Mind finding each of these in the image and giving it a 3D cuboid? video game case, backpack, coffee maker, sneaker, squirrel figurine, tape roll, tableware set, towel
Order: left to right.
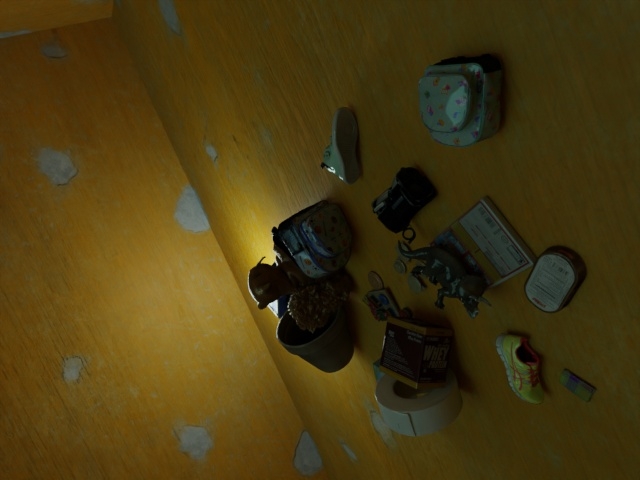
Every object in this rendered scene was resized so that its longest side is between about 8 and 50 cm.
[{"bbox_3d":[-0.092,0.179,1.936,0.396,0.371,0.281,54,152,16],"label":"squirrel figurine"},{"bbox_3d":[0.000,0.000,1.772,0.213,0.277,0.263,-14,105,49],"label":"backpack"},{"bbox_3d":[0.048,-0.321,1.544,0.151,0.094,0.255,36,142,47],"label":"sneaker"},{"bbox_3d":[0.258,-0.106,1.372,0.171,0.120,0.178,37,152,0],"label":"coffee maker"},{"bbox_3d":[0.298,0.092,1.561,0.168,0.020,0.141,49,148,27],"label":"tableware set"},{"bbox_3d":[0.334,0.533,1.606,0.286,0.286,0.100,9,121,58],"label":"tape roll"},{"bbox_3d":[0.311,-0.302,1.046,0.166,0.144,0.188,18,133,47],"label":"backpack"},{"bbox_3d":[0.427,0.031,1.272,0.204,0.025,0.285,56,152,12],"label":"video game case"},{"bbox_3d":[0.558,0.350,1.270,0.208,0.082,0.094,62,151,2],"label":"sneaker"},{"bbox_3d":[0.655,0.371,1.196,0.083,0.010,0.060,37,144,42],"label":"towel"}]

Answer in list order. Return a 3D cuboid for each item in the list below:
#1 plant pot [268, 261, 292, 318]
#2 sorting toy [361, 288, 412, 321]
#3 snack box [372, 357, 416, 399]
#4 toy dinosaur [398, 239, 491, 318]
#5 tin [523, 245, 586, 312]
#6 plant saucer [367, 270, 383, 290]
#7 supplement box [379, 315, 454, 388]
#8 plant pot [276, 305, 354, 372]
[{"bbox_3d":[-0.169,0.234,2.302,0.236,0.212,0.235,43,147,32],"label":"plant pot"},{"bbox_3d":[0.230,0.257,1.785,0.132,0.046,0.275,59,155,-4],"label":"sorting toy"},{"bbox_3d":[0.312,0.613,1.955,0.175,0.070,0.206,24,133,51],"label":"snack box"},{"bbox_3d":[0.355,0.090,1.333,0.313,0.121,0.160,55,141,24],"label":"toy dinosaur"},{"bbox_3d":[0.548,0.095,1.106,0.106,0.040,0.189,47,150,37],"label":"tin"},{"bbox_3d":[0.208,0.157,1.784,0.083,0.013,0.083,41,146,37],"label":"plant saucer"},{"bbox_3d":[0.318,0.369,1.567,0.191,0.129,0.193,8,89,59],"label":"supplement box"},{"bbox_3d":[0.008,0.443,2.123,0.323,0.323,0.280,18,145,55],"label":"plant pot"}]
